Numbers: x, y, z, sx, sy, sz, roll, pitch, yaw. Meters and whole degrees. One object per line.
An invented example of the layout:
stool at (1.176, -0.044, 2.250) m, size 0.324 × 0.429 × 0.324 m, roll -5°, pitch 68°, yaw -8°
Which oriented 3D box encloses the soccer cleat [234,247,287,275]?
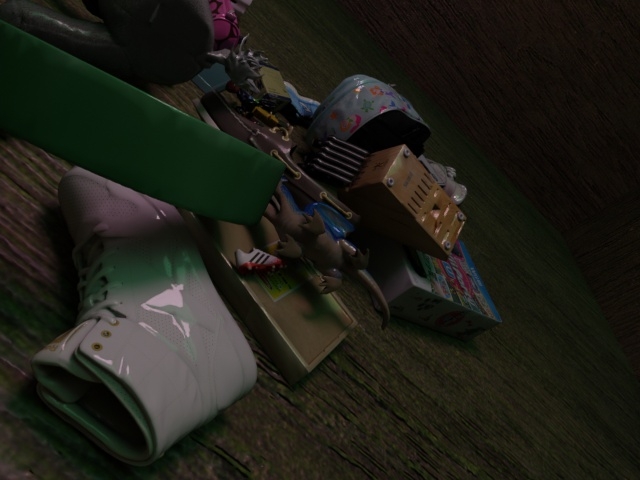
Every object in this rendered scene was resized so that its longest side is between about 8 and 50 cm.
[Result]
soccer cleat at (-0.076, 0.025, 0.636) m, size 0.083 × 0.029 × 0.035 m, roll -1°, pitch 59°, yaw -49°

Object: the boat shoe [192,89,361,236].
boat shoe at (-0.070, -0.121, 0.797) m, size 0.324 × 0.097 × 0.116 m, roll 49°, pitch 2°, yaw -3°

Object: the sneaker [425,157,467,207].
sneaker at (0.359, -0.167, 1.507) m, size 0.118 × 0.110 × 0.292 m, roll 32°, pitch 23°, yaw -14°

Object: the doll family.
doll family at (-0.119, -0.231, 0.910) m, size 0.111 × 0.076 × 0.193 m, roll 28°, pitch 7°, yaw -38°

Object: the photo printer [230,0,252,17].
photo printer at (-0.287, -0.705, 1.241) m, size 0.256 × 0.107 × 0.307 m, roll 26°, pitch 36°, yaw -36°

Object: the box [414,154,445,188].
box at (0.210, -0.187, 1.321) m, size 0.169 × 0.087 × 0.290 m, roll 56°, pitch 28°, yaw 14°

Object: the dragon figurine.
dragon figurine at (0.000, 0.000, 0.690) m, size 0.289 × 0.085 × 0.144 m, roll 37°, pitch 11°, yaw -22°

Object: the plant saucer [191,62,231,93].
plant saucer at (-0.205, -0.336, 0.994) m, size 0.067 × 0.018 × 0.192 m, roll 43°, pitch 29°, yaw -10°

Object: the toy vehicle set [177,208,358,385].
toy vehicle set at (-0.069, 0.048, 0.687) m, size 0.266 × 0.035 × 0.166 m, roll 52°, pitch 28°, yaw 7°

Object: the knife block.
knife block at (0.089, -0.074, 0.894) m, size 0.276 × 0.242 × 0.088 m, roll 43°, pitch 64°, yaw -24°

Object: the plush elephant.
plush elephant at (-0.243, -0.356, 0.717) m, size 0.330 × 0.271 × 0.255 m, roll 19°, pitch 30°, yaw -40°

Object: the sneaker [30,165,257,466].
sneaker at (-0.188, 0.049, 0.443) m, size 0.292 × 0.108 × 0.169 m, roll 54°, pitch 25°, yaw 6°

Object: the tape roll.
tape roll at (-0.194, -0.119, 0.519) m, size 0.322 × 0.077 × 0.321 m, roll 26°, pitch 7°, yaw -3°

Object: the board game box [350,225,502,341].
board game box at (0.211, 0.063, 1.005) m, size 0.304 × 0.097 × 0.223 m, roll 24°, pitch 38°, yaw -39°

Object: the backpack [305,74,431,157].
backpack at (0.092, -0.236, 1.069) m, size 0.191 × 0.225 × 0.254 m, roll 57°, pitch 27°, yaw 17°

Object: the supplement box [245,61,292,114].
supplement box at (-0.117, -0.317, 1.036) m, size 0.083 × 0.056 × 0.083 m, roll -12°, pitch 77°, yaw -58°

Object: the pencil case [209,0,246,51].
pencil case at (-0.223, -0.488, 1.069) m, size 0.095 × 0.098 × 0.209 m, roll 6°, pitch 45°, yaw -29°

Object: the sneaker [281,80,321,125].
sneaker at (-0.050, -0.291, 1.133) m, size 0.162 × 0.063 × 0.073 m, roll 24°, pitch 54°, yaw -32°
